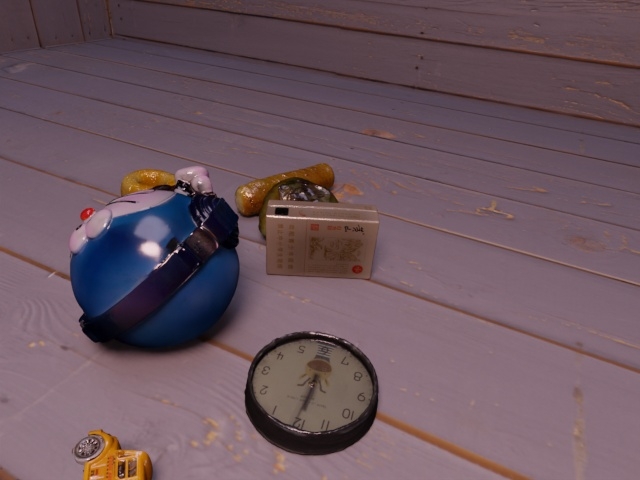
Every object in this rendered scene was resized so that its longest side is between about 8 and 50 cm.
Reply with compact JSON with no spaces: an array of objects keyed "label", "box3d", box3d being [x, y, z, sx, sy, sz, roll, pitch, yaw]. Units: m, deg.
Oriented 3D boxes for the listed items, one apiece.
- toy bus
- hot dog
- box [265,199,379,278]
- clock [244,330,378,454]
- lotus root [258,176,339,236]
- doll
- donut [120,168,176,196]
[{"label":"toy bus","box3d":[-0.206,0.269,0.456,0.074,0.069,0.162,-6,35,-17]},{"label":"hot dog","box3d":[-0.075,-0.129,1.095,0.286,0.088,0.061,-29,8,-37]},{"label":"box","box3d":[0.000,0.000,0.847,0.201,0.141,0.058,2,37,-1]},{"label":"clock","box3d":[-0.011,0.197,0.622,0.184,0.040,0.184,3,31,-2]},{"label":"lotus root","box3d":[-0.035,-0.068,0.964,0.183,0.078,0.203,6,48,-8]},{"label":"doll","box3d":[-0.242,0.024,0.704,0.284,0.240,0.310,-38,17,8]},{"label":"donut","box3d":[-0.394,-0.120,1.073,0.152,0.058,0.152,5,32,-3]}]
